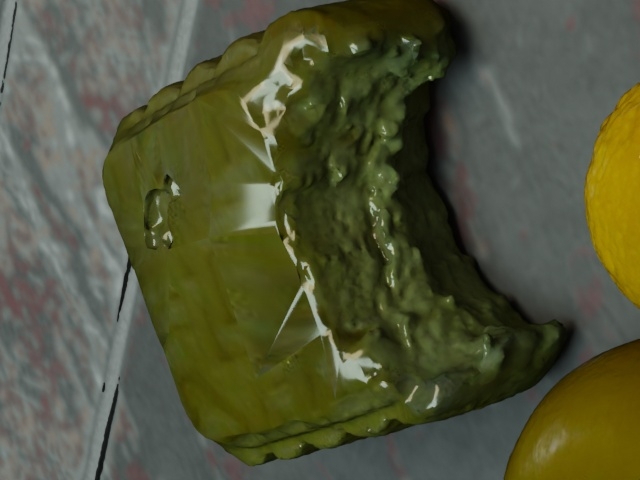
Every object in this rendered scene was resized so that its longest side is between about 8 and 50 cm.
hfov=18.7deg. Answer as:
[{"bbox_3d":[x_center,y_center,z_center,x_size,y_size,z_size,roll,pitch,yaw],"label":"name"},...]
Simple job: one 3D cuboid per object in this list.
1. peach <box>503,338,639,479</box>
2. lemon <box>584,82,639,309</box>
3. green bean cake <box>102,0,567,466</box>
[{"bbox_3d":[0.194,0.167,0.961,0.251,0.153,0.251,35,133,48],"label":"peach"},{"bbox_3d":[0.207,-0.015,0.890,0.187,0.142,0.142,20,116,36],"label":"lemon"},{"bbox_3d":[0.000,0.000,1.098,0.233,0.124,0.236,-22,87,44],"label":"green bean cake"}]
